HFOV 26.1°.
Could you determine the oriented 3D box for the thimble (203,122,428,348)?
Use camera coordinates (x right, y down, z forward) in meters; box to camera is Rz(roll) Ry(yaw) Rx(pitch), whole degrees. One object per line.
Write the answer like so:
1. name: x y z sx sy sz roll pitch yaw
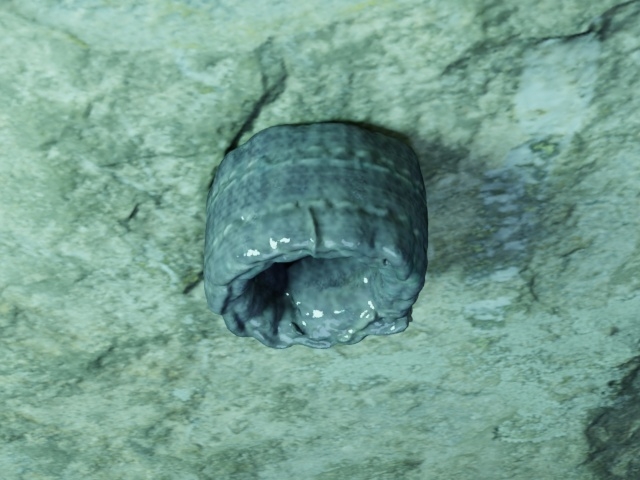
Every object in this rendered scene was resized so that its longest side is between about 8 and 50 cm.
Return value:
1. thimble: -0.003 0.000 0.887 0.150 0.097 0.150 -2 147 -1
